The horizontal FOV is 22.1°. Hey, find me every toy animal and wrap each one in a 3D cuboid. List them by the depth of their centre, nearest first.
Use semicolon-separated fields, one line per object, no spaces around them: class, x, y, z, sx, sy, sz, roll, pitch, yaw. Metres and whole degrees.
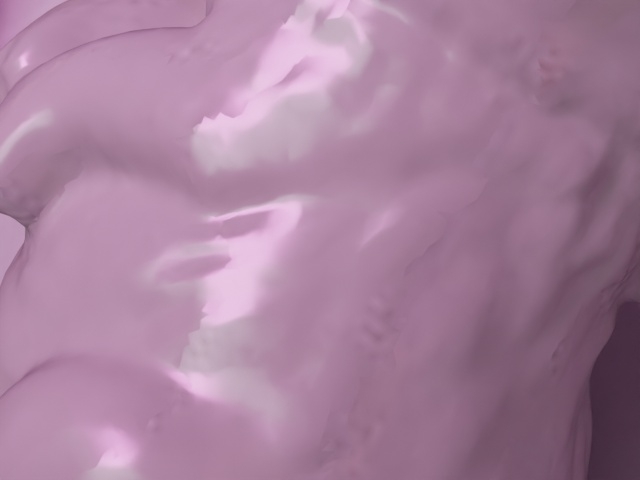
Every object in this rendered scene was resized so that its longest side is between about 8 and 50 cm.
toy animal;0.034;0.003;0.426;0.258;0.194;0.357;40;112;2
